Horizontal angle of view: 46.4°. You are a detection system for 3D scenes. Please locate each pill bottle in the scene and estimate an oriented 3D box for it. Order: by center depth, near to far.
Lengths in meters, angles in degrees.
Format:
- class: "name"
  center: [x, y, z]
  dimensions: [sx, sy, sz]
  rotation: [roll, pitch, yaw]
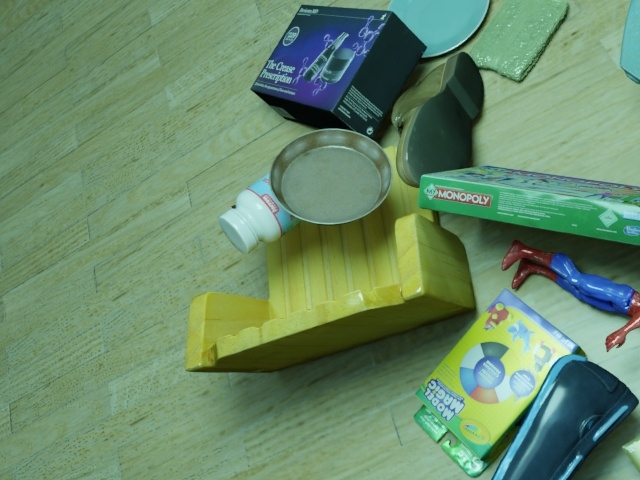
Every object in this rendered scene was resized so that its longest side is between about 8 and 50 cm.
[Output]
- class: "pill bottle"
  center: [-0.064, -0.053, 1.076]
  dimensions: [0.160, 0.087, 0.087]
  rotation: [-39, 51, -21]

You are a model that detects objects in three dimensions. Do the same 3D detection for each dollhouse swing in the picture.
- class: "dollhouse swing"
  center: [0.000, 0.000, 1.078]
  dimensions: [0.346, 0.315, 0.305]
  rotation: [-20, 72, 23]

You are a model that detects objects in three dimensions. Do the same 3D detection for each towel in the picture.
- class: "towel"
  center: [0.310, -0.324, 1.169]
  dimensions: [0.110, 0.027, 0.148]
  rotation: [31, 87, 35]

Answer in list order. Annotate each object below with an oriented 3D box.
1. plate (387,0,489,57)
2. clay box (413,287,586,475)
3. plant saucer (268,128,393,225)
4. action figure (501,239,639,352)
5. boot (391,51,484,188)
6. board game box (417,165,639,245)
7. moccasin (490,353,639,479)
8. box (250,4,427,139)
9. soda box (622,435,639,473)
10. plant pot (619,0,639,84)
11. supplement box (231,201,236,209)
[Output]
- class: "plate"
  center: [0.198, -0.387, 1.264]
  dimensions: [0.188, 0.024, 0.188]
  rotation: [-13, 64, 27]
- class: "clay box"
  center: [0.225, 0.189, 0.990]
  dimensions: [0.222, 0.053, 0.127]
  rotation: [-50, 54, 3]
- class: "plant saucer"
  center: [0.014, -0.083, 1.019]
  dimensions: [0.168, 0.029, 0.169]
  rotation: [-1, 56, 2]
- class: "action figure"
  center: [0.354, 0.103, 0.928]
  dimensions: [0.280, 0.091, 0.139]
  rotation: [16, 72, 36]
- class: "boot"
  center: [0.155, -0.164, 1.104]
  dimensions: [0.115, 0.112, 0.305]
  rotation: [-18, 28, 36]
- class: "board game box"
  center: [0.313, -0.048, 0.942]
  dimensions: [0.317, 0.213, 0.046]
  rotation: [12, 105, 34]
- class: "moccasin"
  center: [0.255, 0.302, 0.865]
  dimensions: [0.116, 0.137, 0.342]
  rotation: [28, 96, 18]
- class: "box"
  center: [0.022, -0.284, 1.242]
  dimensions: [0.261, 0.103, 0.184]
  rotation: [27, 82, 52]
- class: "soda box"
  center: [0.440, 0.215, 0.846]
  dimensions: [0.181, 0.061, 0.058]
  rotation: [-37, 56, 13]
- class: "plant pot"
  center: [0.516, -0.257, 0.895]
  dimensions: [0.252, 0.247, 0.248]
  rotation: [-55, 52, 21]
- class: "supplement box"
  center: [-0.090, -0.057, 1.154]
  dimensions: [0.043, 0.055, 0.083]
  rotation: [-18, 19, 41]
